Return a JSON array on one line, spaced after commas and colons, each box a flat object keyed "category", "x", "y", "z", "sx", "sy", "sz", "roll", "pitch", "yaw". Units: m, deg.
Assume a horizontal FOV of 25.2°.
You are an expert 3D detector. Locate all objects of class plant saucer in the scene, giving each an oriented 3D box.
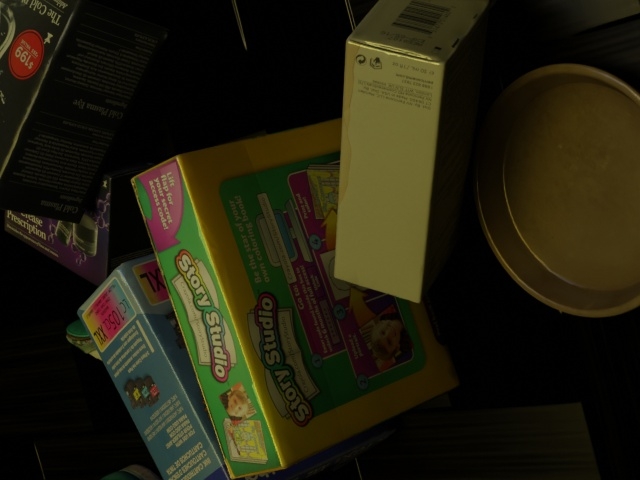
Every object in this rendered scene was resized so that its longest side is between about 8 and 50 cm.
[{"category": "plant saucer", "x": 0.282, "y": -0.055, "z": 1.541, "sx": 0.278, "sy": 0.041, "sz": 0.278, "roll": 18, "pitch": 116, "yaw": 42}]

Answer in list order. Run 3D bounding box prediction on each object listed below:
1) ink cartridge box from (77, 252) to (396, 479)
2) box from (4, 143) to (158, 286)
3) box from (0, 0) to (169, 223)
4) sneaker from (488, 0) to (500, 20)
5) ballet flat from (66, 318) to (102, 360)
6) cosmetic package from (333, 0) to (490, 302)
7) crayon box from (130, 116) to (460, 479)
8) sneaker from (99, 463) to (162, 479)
[{"category": "ink cartridge box", "x": -0.091, "y": 0.193, "z": 1.836, "sx": 0.151, "sy": 0.270, "sz": 0.395, "roll": -42, "pitch": 73, "yaw": 50}, {"category": "box", "x": -0.362, "y": -0.062, "z": 2.157, "sx": 0.261, "sy": 0.103, "sz": 0.184, "roll": 26, "pitch": 118, "yaw": 38}, {"category": "box", "x": -0.436, "y": -0.243, "z": 2.033, "sx": 0.343, "sy": 0.179, "sz": 0.312, "roll": 34, "pitch": 104, "yaw": 36}, {"category": "sneaker", "x": 0.162, "y": -0.293, "z": 1.555, "sx": 0.080, "sy": 0.081, "sz": 0.211, "roll": 50, "pitch": 134, "yaw": 20}, {"category": "ballet flat", "x": -0.313, "y": 0.148, "z": 2.202, "sx": 0.221, "sy": 0.077, "sz": 0.079, "roll": -16, "pitch": 111, "yaw": 47}, {"category": "cosmetic package", "x": 0.098, "y": -0.107, "z": 1.566, "sx": 0.113, "sy": 0.160, "sz": 0.309, "roll": 17, "pitch": 128, "yaw": 17}, {"category": "crayon box", "x": -0.022, "y": 0.055, "z": 1.688, "sx": 0.106, "sy": 0.313, "sz": 0.363, "roll": -20, "pitch": 88, "yaw": 47}, {"category": "sneaker", "x": -0.246, "y": 0.443, "z": 2.186, "sx": 0.302, "sy": 0.121, "sz": 0.108, "roll": 20, "pitch": 117, "yaw": 40}]
